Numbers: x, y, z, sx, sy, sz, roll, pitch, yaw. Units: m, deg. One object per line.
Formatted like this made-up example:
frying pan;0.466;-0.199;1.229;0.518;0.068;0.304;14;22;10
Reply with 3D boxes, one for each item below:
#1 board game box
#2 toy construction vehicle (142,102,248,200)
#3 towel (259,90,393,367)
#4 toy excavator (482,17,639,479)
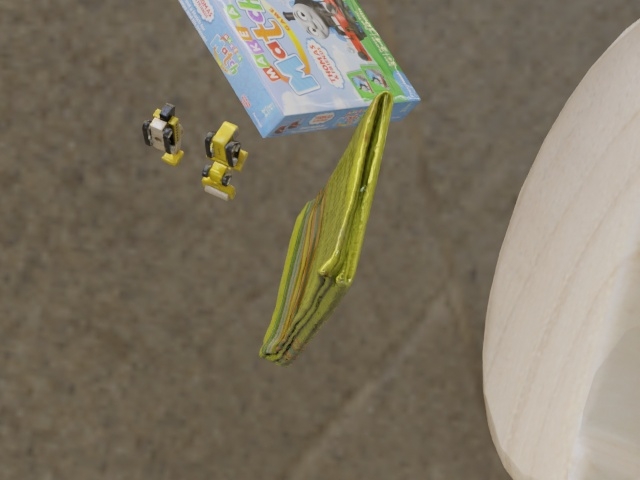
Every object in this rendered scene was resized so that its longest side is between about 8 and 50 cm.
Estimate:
board game box;-0.017;-0.176;1.711;0.211;0.039;0.160;-13;66;-51
toy construction vehicle;-0.096;-0.077;1.496;0.035;0.086;0.098;-62;165;-23
towel;0.000;0.000;0.990;0.237;0.021;0.102;123;-21;-74
toy excavator;0.177;0.080;0.243;0.222;0.433;0.445;23;54;-22
